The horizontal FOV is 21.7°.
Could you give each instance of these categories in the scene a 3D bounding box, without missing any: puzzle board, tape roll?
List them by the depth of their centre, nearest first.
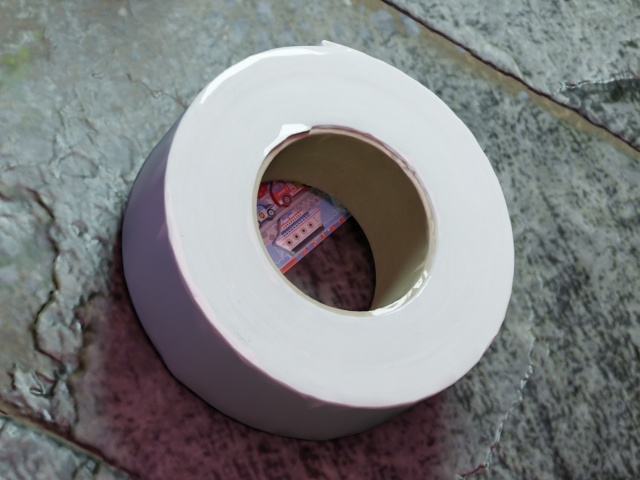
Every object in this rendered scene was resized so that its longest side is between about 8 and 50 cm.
[{"bbox_3d":[0.000,0.000,1.245,0.286,0.100,0.286,9,66,-22],"label":"tape roll"},{"bbox_3d":[-0.024,-0.042,1.321,0.096,0.011,0.128,48,55,2],"label":"puzzle board"}]
